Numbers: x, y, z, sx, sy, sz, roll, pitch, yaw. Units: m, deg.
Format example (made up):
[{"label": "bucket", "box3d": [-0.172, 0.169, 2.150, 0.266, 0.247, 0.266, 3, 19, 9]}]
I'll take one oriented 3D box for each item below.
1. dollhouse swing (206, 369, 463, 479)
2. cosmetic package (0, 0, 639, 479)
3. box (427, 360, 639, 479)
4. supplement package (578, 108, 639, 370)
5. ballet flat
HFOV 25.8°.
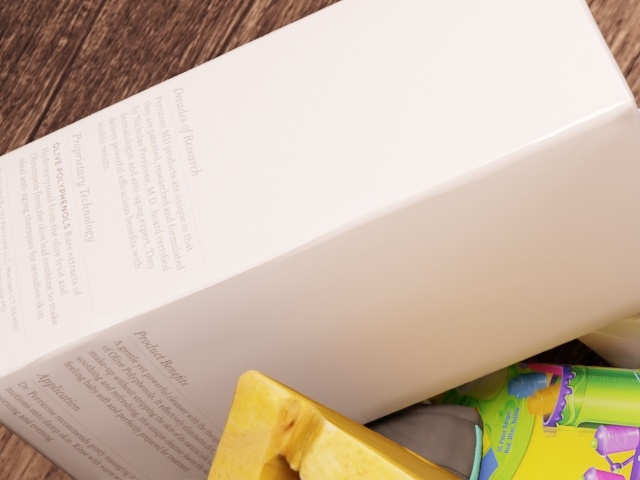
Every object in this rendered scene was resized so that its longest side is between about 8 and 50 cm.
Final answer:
[{"label": "dollhouse swing", "box3d": [0.073, 0.294, 0.609, 0.347, 0.315, 0.305, 31, 87, 36]}, {"label": "cosmetic package", "box3d": [0.000, 0.000, 0.778, 0.365, 0.197, 0.155, -23, 52, 8]}, {"label": "box", "box3d": [0.115, 0.238, 0.901, 0.279, 0.177, 0.290, 2, 68, 38]}, {"label": "supplement package", "box3d": [0.312, 0.017, 0.854, 0.262, 0.204, 0.145, -1, 68, 37]}, {"label": "ballet flat", "box3d": [-0.015, 0.111, 0.897, 0.280, 0.095, 0.096, 15, 66, 31]}]
